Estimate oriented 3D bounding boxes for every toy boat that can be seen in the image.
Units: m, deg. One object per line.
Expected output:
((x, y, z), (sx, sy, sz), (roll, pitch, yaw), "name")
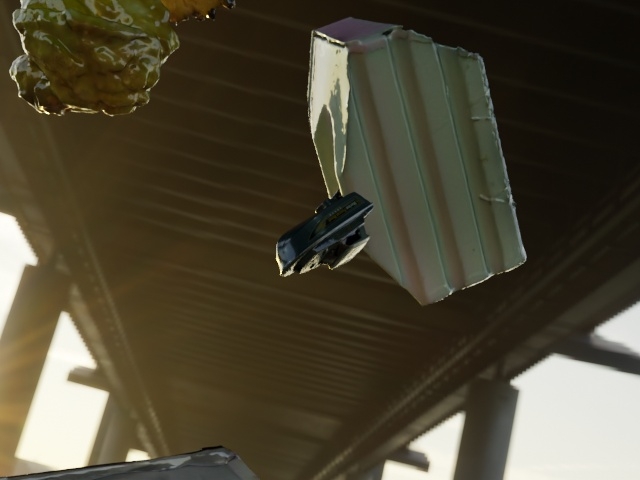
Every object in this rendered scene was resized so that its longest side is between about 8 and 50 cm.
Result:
((0.000, 0.000, 1.002), (0.060, 0.141, 0.055), (46, -54, 7), "toy boat")

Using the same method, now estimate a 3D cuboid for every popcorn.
((-0.266, -0.226, 1.255), (0.197, 0.198, 0.156), (13, -48, 3), "popcorn")

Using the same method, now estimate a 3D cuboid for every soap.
((0.137, -0.128, 1.647), (0.156, 0.261, 0.446), (-129, -161, -62), "soap")

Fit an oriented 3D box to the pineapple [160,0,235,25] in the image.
((-0.185, -0.370, 1.333), (0.224, 0.076, 0.225), (11, -43, 10), "pineapple")

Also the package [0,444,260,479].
((-0.178, 0.308, 0.968), (0.311, 0.221, 0.165), (-1, -11, -26), "package")
